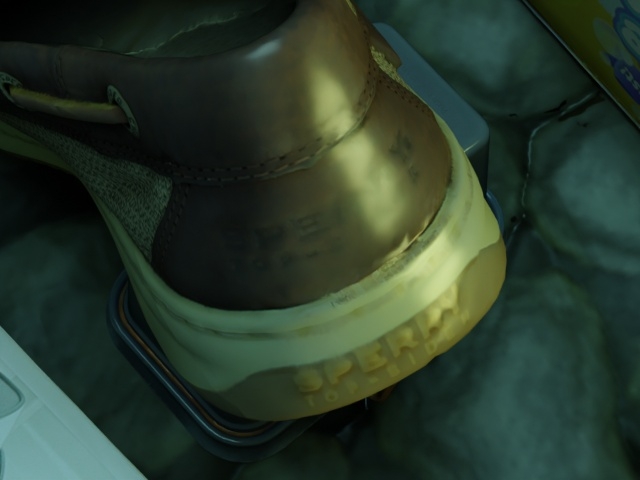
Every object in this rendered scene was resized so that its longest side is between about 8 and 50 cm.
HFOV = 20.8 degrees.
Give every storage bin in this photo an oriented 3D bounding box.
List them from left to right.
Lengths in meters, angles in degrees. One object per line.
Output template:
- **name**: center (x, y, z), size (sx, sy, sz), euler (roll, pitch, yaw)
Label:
- **storage bin**: center (0.000, 0.000, 0.566), size (0.135, 0.091, 0.098), euler (-38, 73, -14)

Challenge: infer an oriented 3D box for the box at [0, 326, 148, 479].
- **box**: center (-0.161, 0.147, 0.485), size (0.262, 0.127, 0.231), euler (-41, 72, -17)

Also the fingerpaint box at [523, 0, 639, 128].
- **fingerpaint box**: center (0.324, -0.086, 0.568), size (0.371, 0.163, 0.445), euler (-34, 71, -13)

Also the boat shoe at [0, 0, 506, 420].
- **boat shoe**: center (-0.068, -0.084, 0.511), size (0.123, 0.123, 0.342), euler (-31, 38, -7)
